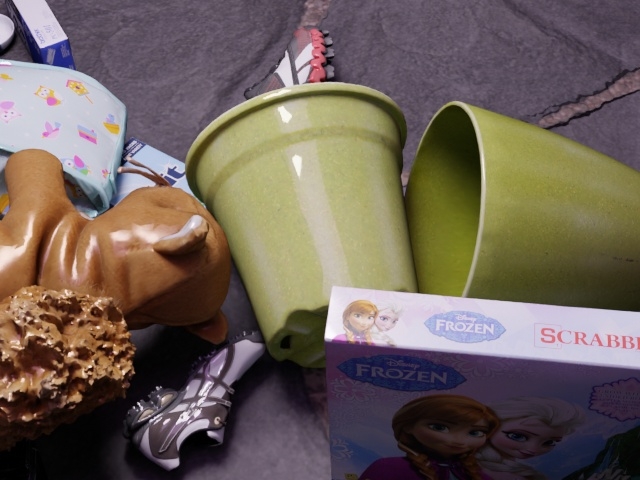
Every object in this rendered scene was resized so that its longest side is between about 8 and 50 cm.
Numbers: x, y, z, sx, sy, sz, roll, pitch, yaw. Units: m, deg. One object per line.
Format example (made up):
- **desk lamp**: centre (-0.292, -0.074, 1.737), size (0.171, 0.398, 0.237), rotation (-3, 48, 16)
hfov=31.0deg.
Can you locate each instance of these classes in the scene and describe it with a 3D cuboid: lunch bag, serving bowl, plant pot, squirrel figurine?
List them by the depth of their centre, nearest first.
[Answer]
- **squirrel figurine**: centre (-0.282, 0.078, 1.231), size (0.370, 0.281, 0.397), rotation (-1, 40, -1)
- **plant pot**: centre (0.272, -0.003, 1.341), size (0.293, 0.275, 0.275), rotation (7, 49, -13)
- **plant pot**: centre (0.000, 0.000, 1.348), size (0.276, 0.276, 0.254), rotation (-11, 63, -7)
- **lunch bag**: centre (-0.382, -0.120, 1.474), size (0.262, 0.160, 0.223), rotation (9, 34, -7)
- **serving bowl**: centre (-0.504, -0.308, 1.751), size (0.083, 0.027, 0.083), rotation (-1, 51, 2)

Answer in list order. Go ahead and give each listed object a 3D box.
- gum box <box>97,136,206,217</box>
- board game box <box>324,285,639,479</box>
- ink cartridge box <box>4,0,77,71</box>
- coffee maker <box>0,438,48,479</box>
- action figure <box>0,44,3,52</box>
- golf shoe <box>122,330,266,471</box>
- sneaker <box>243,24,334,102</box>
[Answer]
- **gum box**: centre (-0.224, -0.042, 1.509), size (0.184, 0.041, 0.157), rotation (27, 57, 24)
- **board game box**: centre (0.166, 0.176, 1.133), size (0.318, 0.318, 0.066), rotation (4, 51, 6)
- **ink cartridge box**: centre (-0.419, -0.314, 1.708), size (0.046, 0.097, 0.207), rotation (-23, 53, -16)
- **coffee maker**: centre (-0.376, 0.270, 1.204), size (0.178, 0.120, 0.171), rotation (-13, 50, -9)
- **action figure**: centre (-0.635, -0.253, 1.621), size (0.341, 0.178, 0.330), rotation (-9, 60, -1)
- **golf shoe**: centre (-0.125, 0.183, 1.308), size (0.198, 0.077, 0.094), rotation (-37, 75, -23)
- **sneaker**: centre (-0.048, -0.200, 1.596), size (0.135, 0.098, 0.276), rotation (2, 52, 1)
